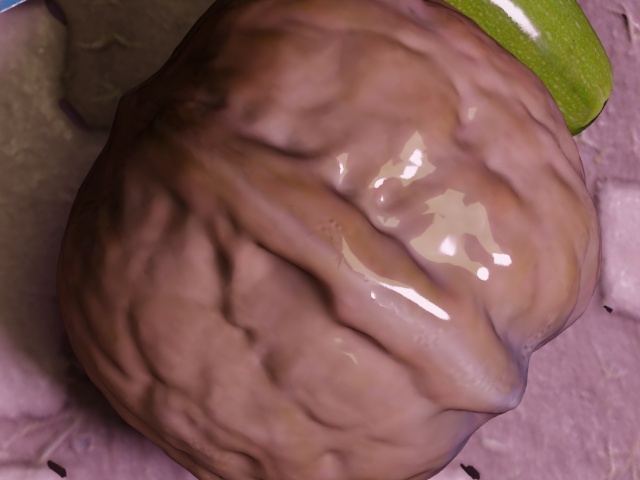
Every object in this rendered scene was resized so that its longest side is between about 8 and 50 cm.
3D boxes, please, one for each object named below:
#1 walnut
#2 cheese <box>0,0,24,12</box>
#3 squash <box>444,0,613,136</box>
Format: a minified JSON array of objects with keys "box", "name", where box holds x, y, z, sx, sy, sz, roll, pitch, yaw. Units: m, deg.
[{"box":[0.000,-0.001,0.834,0.248,0.248,0.248,6,78,-27],"name":"walnut"},{"box":[-0.123,-0.181,0.885,0.256,0.037,0.106,-25,85,-14],"name":"cheese"},{"box":[0.056,-0.160,0.977,0.292,0.082,0.082,38,65,-16],"name":"squash"}]
